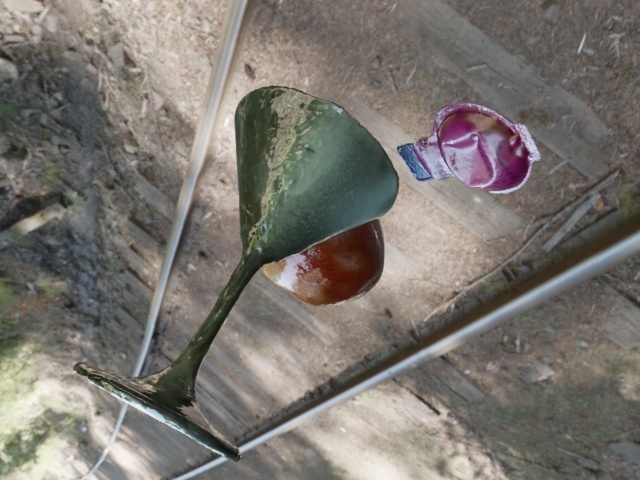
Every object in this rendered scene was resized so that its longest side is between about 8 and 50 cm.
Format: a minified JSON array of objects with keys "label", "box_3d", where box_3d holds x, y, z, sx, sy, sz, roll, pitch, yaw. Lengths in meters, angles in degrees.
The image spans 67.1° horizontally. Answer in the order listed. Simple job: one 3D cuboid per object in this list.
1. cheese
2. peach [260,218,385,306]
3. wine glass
[{"label":"cheese","box_3d":[0.203,-0.125,0.692,0.155,0.062,0.244,52,159,-19]},{"label":"peach","box_3d":[0.000,0.000,1.044,0.307,0.308,0.332,-9,130,46]},{"label":"wine glass","box_3d":[-0.090,0.035,0.609,0.266,0.406,0.267,21,152,12]}]
